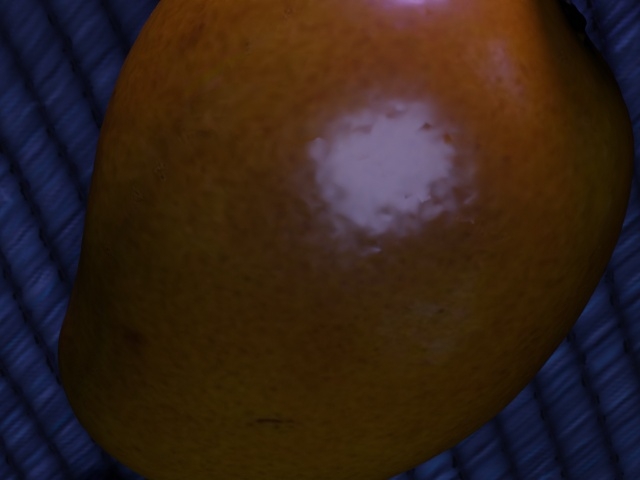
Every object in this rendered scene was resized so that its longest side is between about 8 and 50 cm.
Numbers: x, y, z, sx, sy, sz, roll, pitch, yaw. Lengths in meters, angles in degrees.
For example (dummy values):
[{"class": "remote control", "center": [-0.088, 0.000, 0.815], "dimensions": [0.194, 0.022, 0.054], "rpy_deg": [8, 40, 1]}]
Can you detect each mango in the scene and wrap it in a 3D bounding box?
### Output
[{"class": "mango", "center": [0.000, 0.000, 0.697], "dimensions": [0.264, 0.221, 0.378], "rpy_deg": [27, 124, -16]}]
